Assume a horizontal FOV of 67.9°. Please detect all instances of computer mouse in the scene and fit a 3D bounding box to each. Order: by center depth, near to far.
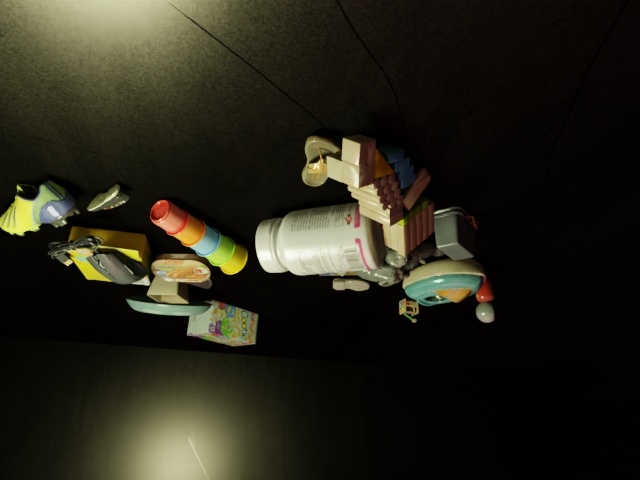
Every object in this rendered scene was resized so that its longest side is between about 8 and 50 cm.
[{"bbox_3d":[-0.614,0.073,1.308,0.184,0.060,0.262,-6,152,14],"label":"computer mouse"}]

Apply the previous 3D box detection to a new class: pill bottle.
[{"bbox_3d":[0.000,0.000,1.142,0.284,0.160,0.160,-6,156,21],"label":"pill bottle"}]

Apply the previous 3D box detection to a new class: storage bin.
[{"bbox_3d":[0.335,-0.012,1.162,0.098,0.090,0.135,-14,152,35],"label":"storage bin"}]

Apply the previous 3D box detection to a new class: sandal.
[{"bbox_3d":[-0.002,-0.145,0.938,0.072,0.048,0.180,6,157,-8],"label":"sandal"},{"bbox_3d":[-0.447,0.112,1.595,0.179,0.040,0.067,20,123,-8],"label":"sandal"}]

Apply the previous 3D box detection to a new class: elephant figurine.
[{"bbox_3d":[0.198,0.052,1.275,0.186,0.169,0.239,24,-175,29],"label":"elephant figurine"}]

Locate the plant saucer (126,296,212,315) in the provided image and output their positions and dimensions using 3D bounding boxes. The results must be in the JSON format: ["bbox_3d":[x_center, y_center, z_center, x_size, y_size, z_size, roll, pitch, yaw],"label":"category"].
[{"bbox_3d":[-0.583,0.253,1.838,0.318,0.043,0.317,6,177,0],"label":"plant saucer"}]

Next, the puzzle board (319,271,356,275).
[{"bbox_3d":[0.051,0.095,1.555,0.128,0.011,0.096,-1,158,12],"label":"puzzle board"}]

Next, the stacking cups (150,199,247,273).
[{"bbox_3d":[-0.314,-0.014,1.263,0.096,0.095,0.316,-7,150,23],"label":"stacking cups"}]

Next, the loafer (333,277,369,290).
[{"bbox_3d":[0.105,0.146,1.646,0.126,0.039,0.045,1,124,-2],"label":"loafer"}]

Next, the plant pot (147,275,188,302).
[{"bbox_3d":[-0.526,0.160,1.667,0.109,0.096,0.109,0,158,8],"label":"plant pot"}]

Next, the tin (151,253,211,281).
[{"bbox_3d":[-0.443,0.086,1.521,0.190,0.040,0.106,2,139,3],"label":"tin"}]

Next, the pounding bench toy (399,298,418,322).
[{"bbox_3d":[0.342,0.276,1.853,0.065,0.083,0.052,8,157,-15],"label":"pounding bench toy"}]

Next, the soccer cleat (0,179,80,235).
[{"bbox_3d":[-0.701,-0.086,1.155,0.290,0.093,0.121,-7,125,33],"label":"soccer cleat"}]

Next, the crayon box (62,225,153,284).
[{"bbox_3d":[-0.620,0.043,1.423,0.203,0.081,0.318,8,157,-12],"label":"crayon box"}]

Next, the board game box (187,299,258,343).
[{"bbox_3d":[-0.423,0.367,2.088,0.142,0.144,0.275,-14,153,33],"label":"board game box"}]

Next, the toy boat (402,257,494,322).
[{"bbox_3d":[0.435,0.160,1.485,0.319,0.147,0.268,17,153,-30],"label":"toy boat"}]

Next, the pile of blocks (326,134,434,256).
[{"bbox_3d":[0.124,-0.112,0.961,0.113,0.148,0.362,29,169,40],"label":"pile of blocks"}]

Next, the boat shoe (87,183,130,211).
[{"bbox_3d":[-0.503,-0.092,1.126,0.133,0.048,0.042,-17,142,31],"label":"boat shoe"}]
